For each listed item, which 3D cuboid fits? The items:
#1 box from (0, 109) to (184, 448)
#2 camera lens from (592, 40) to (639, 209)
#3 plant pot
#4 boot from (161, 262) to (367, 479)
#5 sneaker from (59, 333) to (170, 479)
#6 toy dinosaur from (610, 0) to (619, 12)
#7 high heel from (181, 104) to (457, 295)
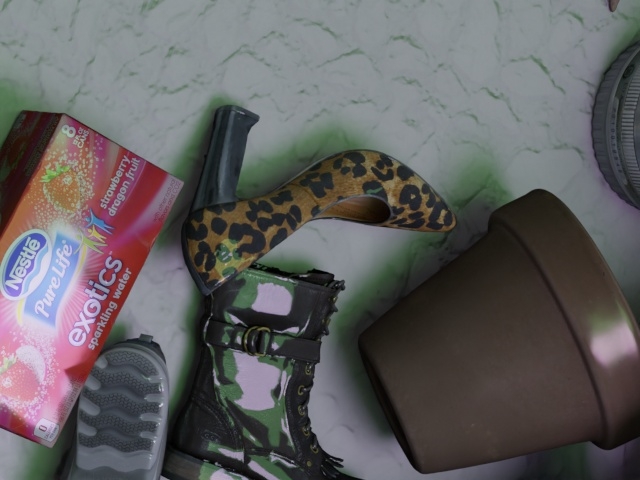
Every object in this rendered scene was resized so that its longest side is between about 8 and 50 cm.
[{"bbox_3d":[-0.242,0.029,1.336,0.128,0.122,0.257,30,81,-27],"label":"box"},{"bbox_3d":[0.438,-0.114,1.599,0.219,0.274,0.219,-3,97,-28],"label":"camera lens"},{"bbox_3d":[0.165,0.110,1.518,0.229,0.263,0.263,-24,107,-4],"label":"plant pot"},{"bbox_3d":[-0.021,0.141,1.486,0.263,0.091,0.229,19,87,-26],"label":"boot"},{"bbox_3d":[-0.181,0.215,1.404,0.105,0.115,0.281,20,105,1],"label":"sneaker"},{"bbox_3d":[0.282,-0.373,1.579,0.296,0.127,0.200,49,66,-29],"label":"toy dinosaur"},{"bbox_3d":[0.000,0.000,1.449,0.261,0.093,0.186,20,61,-16],"label":"high heel"}]
